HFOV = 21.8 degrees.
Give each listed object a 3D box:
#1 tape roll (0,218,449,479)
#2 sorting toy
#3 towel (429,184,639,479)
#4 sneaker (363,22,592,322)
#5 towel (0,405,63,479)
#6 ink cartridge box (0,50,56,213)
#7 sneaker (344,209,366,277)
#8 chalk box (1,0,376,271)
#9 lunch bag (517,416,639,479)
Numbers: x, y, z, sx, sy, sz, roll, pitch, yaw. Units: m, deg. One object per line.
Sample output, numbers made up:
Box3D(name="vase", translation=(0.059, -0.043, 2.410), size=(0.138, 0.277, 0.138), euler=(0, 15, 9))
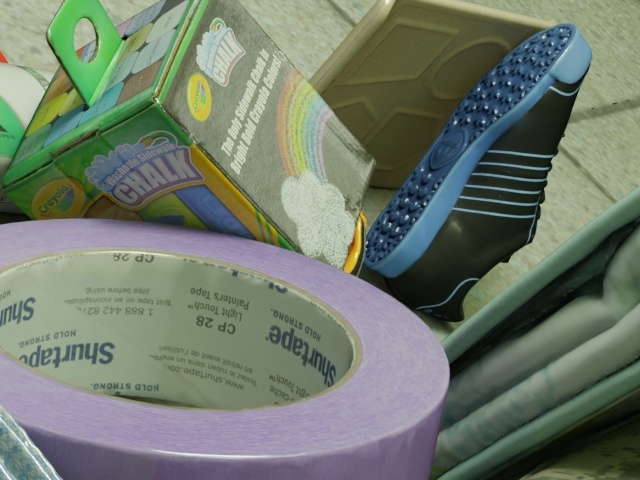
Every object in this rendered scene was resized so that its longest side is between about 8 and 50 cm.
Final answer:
Box3D(name="tape roll", translation=(-0.079, 0.078, 0.810), size=(0.275, 0.090, 0.275), euler=(9, 20, -3))
Box3D(name="sorting toy", translation=(0.054, -0.112, 1.229), size=(0.208, 0.193, 0.038), euler=(-1, 53, -47))
Box3D(name="towel", translation=(0.199, 0.049, 0.985), size=(0.320, 0.374, 0.090), euler=(-7, 66, -53))
Box3D(name="sneaker", translation=(0.131, -0.047, 1.209), size=(0.090, 0.232, 0.081), euler=(39, 1, -25))
Box3D(name="towel", translation=(-0.207, 0.126, 0.647), size=(0.285, 0.209, 0.034), euler=(46, -10, 18))
Box3D(name="ink cartridge box", translation=(-0.245, -0.111, 1.054), size=(0.181, 0.056, 0.224), euler=(4, 44, -45))
Box3D(name="sneaker", translation=(0.000, 0.000, 1.127), size=(0.084, 0.083, 0.215), euler=(31, 28, -8))
Box3D(name="chalk box", translation=(-0.090, -0.056, 0.978), size=(0.213, 0.132, 0.132), euler=(47, 37, -25))
Box3D(name="lunch bag", translation=(0.213, 0.243, 0.866), size=(0.213, 0.256, 0.305), euler=(4, 13, 33))
